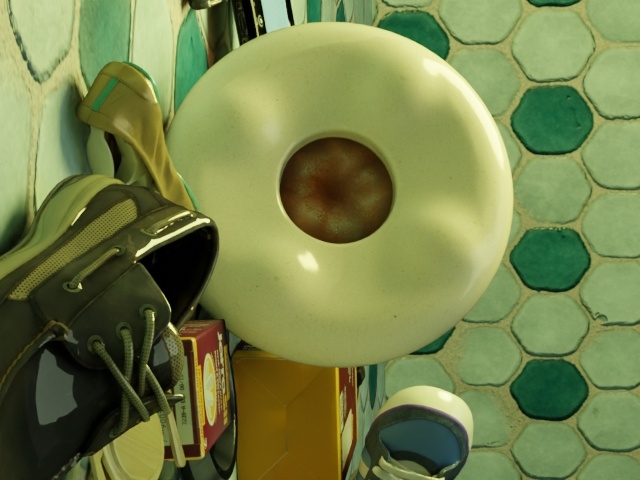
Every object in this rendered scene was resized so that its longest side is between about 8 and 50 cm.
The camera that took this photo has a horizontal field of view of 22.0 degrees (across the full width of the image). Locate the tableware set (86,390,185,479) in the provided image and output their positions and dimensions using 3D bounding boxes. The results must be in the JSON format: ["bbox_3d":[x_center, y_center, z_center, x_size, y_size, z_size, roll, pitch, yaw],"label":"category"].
[{"bbox_3d":[-0.172,0.106,1.292,0.128,0.039,0.194,-16,94,-63],"label":"tableware set"}]

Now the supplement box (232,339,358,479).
[{"bbox_3d":[-0.028,0.200,2.087,0.194,0.129,0.191,-65,154,-71],"label":"supplement box"}]

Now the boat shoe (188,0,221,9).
[{"bbox_3d":[-0.112,-0.270,1.750,0.125,0.046,0.038,-55,144,-71],"label":"boat shoe"}]

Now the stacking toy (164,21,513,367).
[{"bbox_3d":[0.000,0.000,1.793,0.480,0.350,0.350,108,-15,-75],"label":"stacking toy"}]

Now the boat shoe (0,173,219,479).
[{"bbox_3d":[-0.156,0.064,1.101,0.355,0.130,0.132,-70,158,-52],"label":"boat shoe"}]

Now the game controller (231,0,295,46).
[{"bbox_3d":[-0.062,-0.249,1.894,0.166,0.067,0.319,-38,117,-82],"label":"game controller"}]

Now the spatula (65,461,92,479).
[{"bbox_3d":[-0.186,0.210,1.349,0.168,0.019,0.242,79,14,-51],"label":"spatula"}]

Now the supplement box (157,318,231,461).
[{"bbox_3d":[-0.132,0.129,1.453,0.188,0.081,0.104,-32,119,-85],"label":"supplement box"}]

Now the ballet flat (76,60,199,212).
[{"bbox_3d":[-0.161,-0.056,1.392,0.073,0.080,0.232,-53,152,-26],"label":"ballet flat"}]

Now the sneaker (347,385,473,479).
[{"bbox_3d":[0.083,0.350,2.015,0.323,0.130,0.236,118,-8,-49],"label":"sneaker"}]

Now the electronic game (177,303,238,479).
[{"bbox_3d":[-0.126,0.151,1.665,0.229,0.048,0.229,-7,90,-82],"label":"electronic game"}]

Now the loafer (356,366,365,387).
[{"bbox_3d":[-0.011,0.121,2.328,0.366,0.134,0.130,95,-28,-65],"label":"loafer"}]
